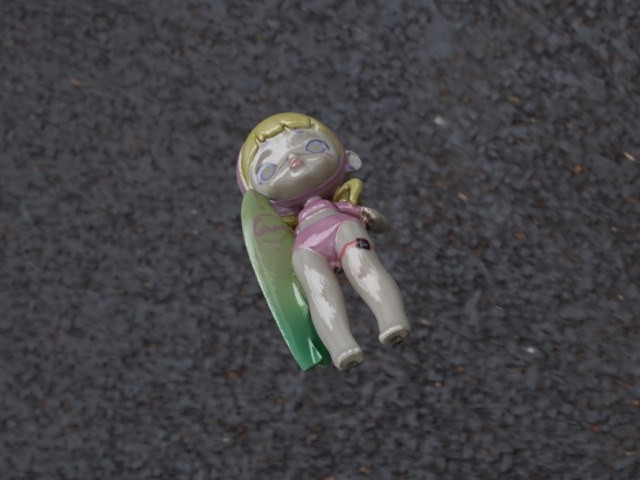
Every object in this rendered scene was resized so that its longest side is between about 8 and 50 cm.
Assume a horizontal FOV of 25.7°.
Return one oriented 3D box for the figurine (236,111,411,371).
[{"bbox_3d":[0.000,0.000,0.747,0.083,0.083,0.187,-41,43,13],"label":"figurine"}]
